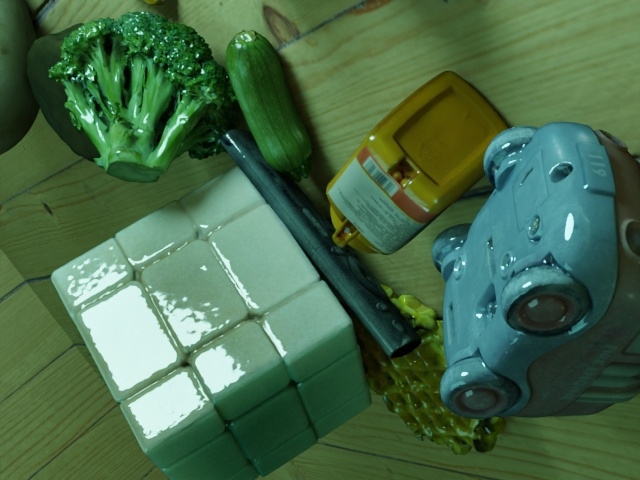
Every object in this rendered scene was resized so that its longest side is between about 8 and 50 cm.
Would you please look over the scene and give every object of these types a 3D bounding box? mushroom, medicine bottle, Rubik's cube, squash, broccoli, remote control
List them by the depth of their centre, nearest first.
[{"bbox_3d":[0.092,-0.068,1.053,0.112,0.149,0.222,48,154,3],"label":"medicine bottle"},{"bbox_3d":[-0.066,-0.172,1.250,0.077,0.068,0.219,2,129,37],"label":"squash"},{"bbox_3d":[0.000,0.000,1.299,0.377,0.044,0.107,51,-163,16],"label":"remote control"},{"bbox_3d":[-0.242,-0.190,1.335,0.269,0.242,0.261,13,153,-19],"label":"broccoli"},{"bbox_3d":[-0.145,0.148,1.396,0.319,0.316,0.322,54,171,29],"label":"Rubik's cube"},{"bbox_3d":[-0.633,-0.311,1.636,0.362,0.294,0.362,170,90,-84],"label":"mushroom"}]

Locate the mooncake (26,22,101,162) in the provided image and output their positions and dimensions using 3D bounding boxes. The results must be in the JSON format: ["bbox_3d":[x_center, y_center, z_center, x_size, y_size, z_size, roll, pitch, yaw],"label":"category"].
[{"bbox_3d":[-0.363,-0.244,1.559,0.228,0.124,0.228,34,144,29],"label":"mooncake"}]

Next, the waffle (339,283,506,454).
[{"bbox_3d":[0.148,0.192,1.407,0.329,0.062,0.329,36,149,26],"label":"waffle"}]

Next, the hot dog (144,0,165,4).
[{"bbox_3d":[-0.257,-0.370,1.325,0.133,0.041,0.056,33,150,15],"label":"hot dog"}]

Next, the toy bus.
[{"bbox_3d":[0.242,0.045,0.893,0.231,0.197,0.294,13,135,-11],"label":"toy bus"}]
